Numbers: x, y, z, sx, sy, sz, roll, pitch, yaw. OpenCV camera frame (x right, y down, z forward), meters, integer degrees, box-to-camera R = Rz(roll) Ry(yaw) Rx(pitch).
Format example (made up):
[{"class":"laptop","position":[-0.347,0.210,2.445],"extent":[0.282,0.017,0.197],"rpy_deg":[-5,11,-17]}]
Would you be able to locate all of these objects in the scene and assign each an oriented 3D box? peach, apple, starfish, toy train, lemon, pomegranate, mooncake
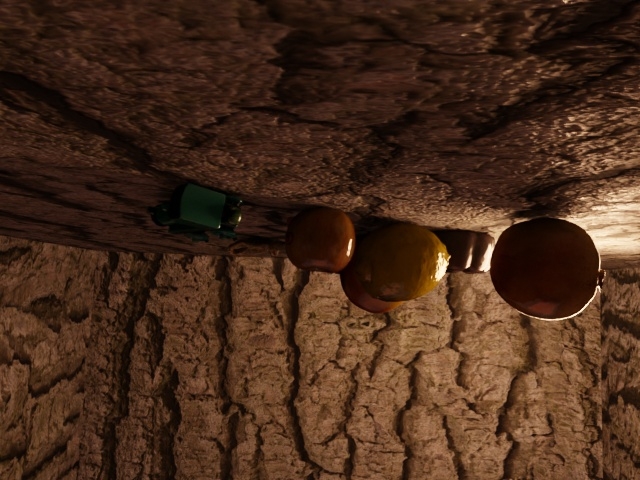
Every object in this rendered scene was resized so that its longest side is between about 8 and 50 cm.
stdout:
[{"class":"peach","position":[0.221,0.118,1.915],"extent":[0.308,0.332,0.308],"rpy_deg":[-29,-168,7]},{"class":"apple","position":[0.000,0.000,1.424],"extent":[0.211,0.187,0.211],"rpy_deg":[3,170,1]},{"class":"starfish","position":[-0.295,0.027,2.295],"extent":[0.324,0.082,0.432],"rpy_deg":[3,174,-16]},{"class":"toy train","position":[-0.338,-0.070,1.268],"extent":[0.194,0.120,0.298],"rpy_deg":[17,167,-38]},{"class":"lemon","position":[0.274,0.070,1.619],"extent":[0.316,0.285,0.285],"rpy_deg":[-40,-175,-14]},{"class":"pomegranate","position":[0.664,0.085,1.400],"extent":[0.319,0.319,0.319],"rpy_deg":[2,174,0]},{"class":"mooncake","position":[0.518,0.048,1.855],"extent":[0.306,0.154,0.306],"rpy_deg":[5,174,1]}]

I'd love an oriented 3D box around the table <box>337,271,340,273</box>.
[{"class":"table","position":[0.157,0.077,2.183],"extent":[0.173,0.169,0.193],"rpy_deg":[1,174,17]}]

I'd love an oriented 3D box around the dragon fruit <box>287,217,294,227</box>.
[{"class":"dragon fruit","position":[-0.042,-0.019,1.640],"extent":[0.153,0.110,0.153],"rpy_deg":[-1,175,0]}]

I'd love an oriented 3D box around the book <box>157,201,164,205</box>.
[{"class":"book","position":[-0.416,-0.085,1.541],"extent":[0.202,0.026,0.289],"rpy_deg":[2,174,-14]}]
